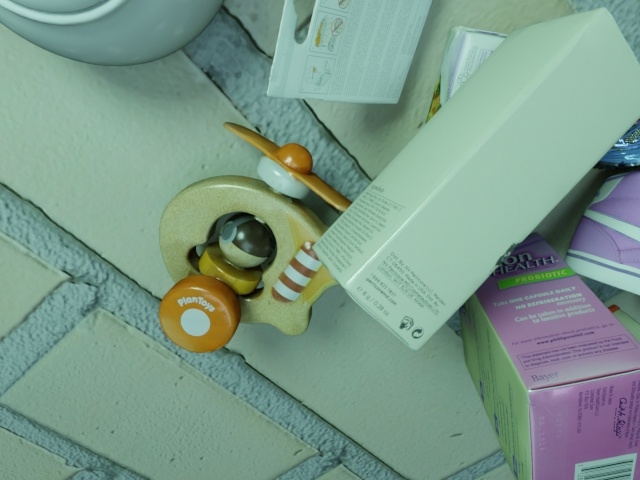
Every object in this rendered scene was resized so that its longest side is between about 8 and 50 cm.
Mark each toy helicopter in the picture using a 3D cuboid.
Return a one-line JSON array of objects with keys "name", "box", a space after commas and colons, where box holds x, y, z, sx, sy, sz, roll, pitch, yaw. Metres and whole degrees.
[{"name": "toy helicopter", "box": [0.000, 0.000, 0.500, 0.355, 0.140, 0.234, 5, 108, 3]}]

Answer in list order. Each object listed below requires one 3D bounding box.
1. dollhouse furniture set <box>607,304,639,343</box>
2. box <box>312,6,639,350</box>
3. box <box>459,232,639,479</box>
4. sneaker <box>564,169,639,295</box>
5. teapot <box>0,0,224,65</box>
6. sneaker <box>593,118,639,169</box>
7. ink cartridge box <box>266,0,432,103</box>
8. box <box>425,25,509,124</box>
[{"name": "dollhouse furniture set", "box": [0.474, 0.085, 0.604, 0.259, 0.135, 0.262, -28, 118, 0]}, {"name": "box", "box": [0.125, -0.051, 0.383, 0.275, 0.113, 0.094, -46, 111, 3]}, {"name": "box", "box": [0.258, 0.149, 0.542, 0.117, 0.243, 0.213, -14, 119, 5]}, {"name": "sneaker", "box": [0.401, 0.002, 0.444, 0.102, 0.282, 0.161, 14, 100, -41]}, {"name": "teapot", "box": [-0.180, -0.245, 0.334, 0.256, 0.187, 0.252, -36, 115, 16]}, {"name": "sneaker", "box": [0.390, -0.137, 0.488, 0.221, 0.083, 0.087, -20, 86, 18]}, {"name": "ink cartridge box", "box": [0.026, -0.195, 0.394, 0.179, 0.045, 0.145, -13, 130, -42]}, {"name": "box", "box": [0.140, -0.065, 0.519, 0.067, 0.063, 0.323, 6, 119, -4]}]
